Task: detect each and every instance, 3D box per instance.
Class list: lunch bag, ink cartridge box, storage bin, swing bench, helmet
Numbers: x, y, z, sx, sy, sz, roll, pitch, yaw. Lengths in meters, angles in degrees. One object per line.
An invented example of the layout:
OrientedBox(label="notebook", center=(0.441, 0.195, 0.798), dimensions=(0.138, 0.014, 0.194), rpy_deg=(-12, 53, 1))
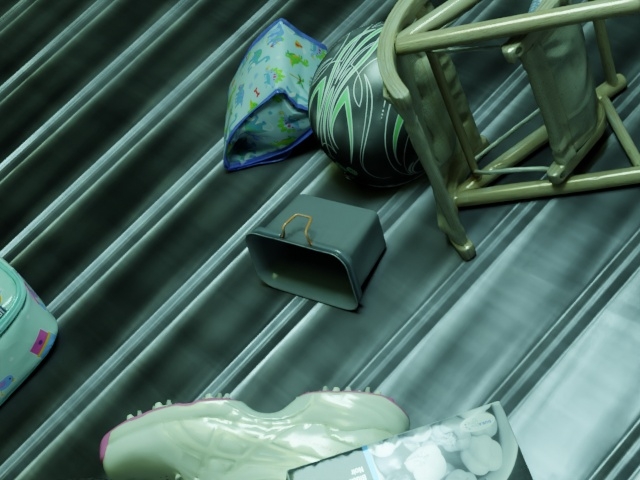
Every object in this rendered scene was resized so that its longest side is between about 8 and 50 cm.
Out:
OrientedBox(label="lunch bag", center=(-0.455, 0.102, 1.502), dimensions=(0.224, 0.108, 0.279), rpy_deg=(-45, 49, -15))
OrientedBox(label="ink cartridge box", center=(0.096, 0.264, 1.108), dimensions=(0.206, 0.045, 0.208), rpy_deg=(-17, 60, -7))
OrientedBox(label="storage bin", center=(0.000, 0.000, 1.400), dimensions=(0.135, 0.098, 0.091), rpy_deg=(14, 49, 32))
OrientedBox(label="swing bench", center=(0.201, -0.151, 1.319), dimensions=(0.255, 0.253, 0.165), rpy_deg=(-21, 47, 6))
OrientedBox(label="helmet", center=(0.067, -0.158, 1.445), dimensions=(0.169, 0.161, 0.169), rpy_deg=(-12, 49, 14))
OrientedBox(label="lunch bag", center=(-0.065, -0.168, 1.562), dimensions=(0.151, 0.096, 0.128), rpy_deg=(-34, 39, 36))

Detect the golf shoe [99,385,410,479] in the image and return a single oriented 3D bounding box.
OrientedBox(label="golf shoe", center=(-0.067, 0.221, 1.222), dimensions=(0.306, 0.115, 0.140), rpy_deg=(-7, 59, 12))

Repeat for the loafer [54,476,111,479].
OrientedBox(label="loafer", center=(-0.325, 0.315, 1.281), dimensions=(0.366, 0.134, 0.130), rpy_deg=(-8, 87, 16))
